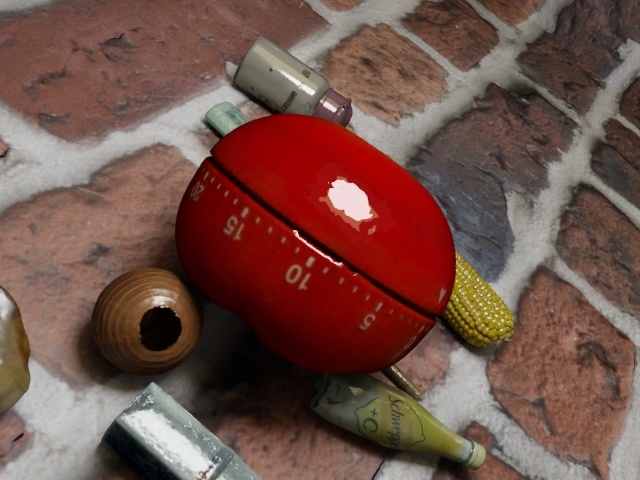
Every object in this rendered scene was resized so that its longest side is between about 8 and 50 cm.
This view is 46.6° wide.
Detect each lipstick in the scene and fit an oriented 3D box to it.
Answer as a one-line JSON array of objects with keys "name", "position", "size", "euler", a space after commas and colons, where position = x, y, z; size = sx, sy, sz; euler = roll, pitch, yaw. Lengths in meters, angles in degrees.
[{"name": "lipstick", "position": [-0.115, 0.289, 0.850], "size": [0.289, 0.077, 0.076], "euler": [40, 43, 2]}]

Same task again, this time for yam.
[{"name": "yam", "position": [0.112, 0.202, 1.150], "size": [0.116, 0.021, 0.021], "euler": [45, 40, 7]}]

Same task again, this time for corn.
[{"name": "corn", "position": [0.221, 0.071, 1.301], "size": [0.310, 0.101, 0.101], "euler": [47, 40, 16]}]

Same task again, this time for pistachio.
[{"name": "pistachio", "position": [-0.400, 0.106, 0.787], "size": [0.210, 0.130, 0.165], "euler": [36, 79, -3]}]

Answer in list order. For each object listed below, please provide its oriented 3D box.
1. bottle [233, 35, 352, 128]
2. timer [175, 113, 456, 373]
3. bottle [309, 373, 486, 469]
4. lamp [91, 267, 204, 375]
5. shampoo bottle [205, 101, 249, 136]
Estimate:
[{"name": "bottle", "position": [-0.046, -0.287, 1.439], "size": [0.233, 0.110, 0.110], "euler": [34, 39, -6]}, {"name": "timer", "position": [0.000, 0.000, 0.999], "size": [0.378, 0.279, 0.378], "euler": [34, 4, -3]}, {"name": "bottle", "position": [0.116, 0.256, 1.049], "size": [0.269, 0.083, 0.083], "euler": [26, 41, -13]}, {"name": "lamp", "position": [-0.212, 0.100, 0.919], "size": [0.136, 0.136, 0.136], "euler": [21, 42, -20]}, {"name": "shampoo bottle", "position": [-0.120, -0.168, 1.318], "size": [0.191, 0.041, 0.069], "euler": [46, 34, 9]}]
